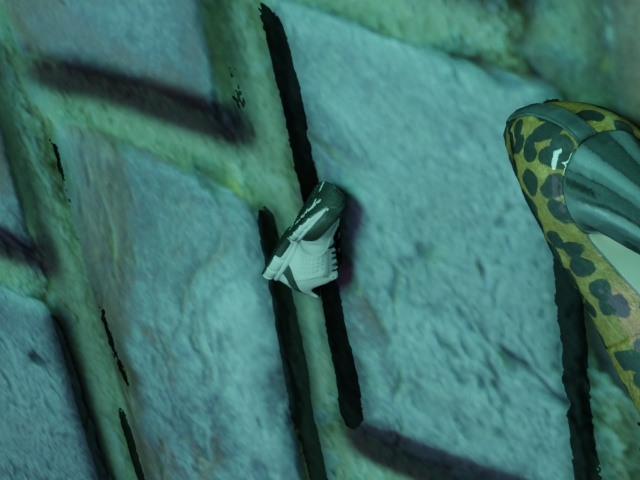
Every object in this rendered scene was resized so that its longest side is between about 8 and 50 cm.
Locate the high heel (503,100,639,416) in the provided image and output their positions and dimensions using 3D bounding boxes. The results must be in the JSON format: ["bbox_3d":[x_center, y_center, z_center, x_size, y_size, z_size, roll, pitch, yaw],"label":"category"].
[{"bbox_3d":[0.178,0.044,1.062,0.186,0.093,0.261,44,160,41],"label":"high heel"}]

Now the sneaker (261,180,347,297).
[{"bbox_3d":[0.000,0.000,1.242,0.044,0.040,0.109,30,149,-2],"label":"sneaker"}]
